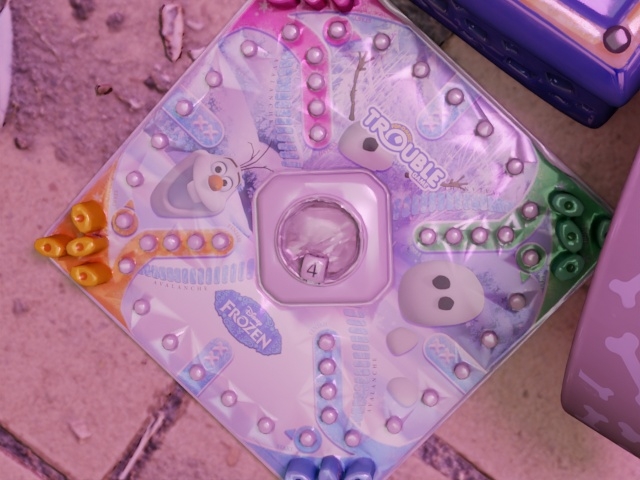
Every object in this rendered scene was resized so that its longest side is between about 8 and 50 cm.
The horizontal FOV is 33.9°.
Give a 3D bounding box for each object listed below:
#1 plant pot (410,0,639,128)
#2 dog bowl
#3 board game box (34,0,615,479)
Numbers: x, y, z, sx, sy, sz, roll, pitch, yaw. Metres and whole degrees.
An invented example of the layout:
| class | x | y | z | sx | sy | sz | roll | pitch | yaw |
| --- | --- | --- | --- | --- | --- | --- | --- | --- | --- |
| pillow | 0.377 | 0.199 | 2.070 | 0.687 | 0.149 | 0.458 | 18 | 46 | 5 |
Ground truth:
| class | x | y | z | sx | sy | sz | roll | pitch | yaw |
| --- | --- | --- | --- | --- | --- | --- | --- | --- | --- |
| plant pot | 0.195 | -0.240 | 0.798 | 0.236 | 0.212 | 0.236 | 36 | 101 | 3 |
| dog bowl | 0.272 | -0.003 | 0.759 | 0.102 | 0.349 | 0.349 | 19 | 99 | 19 |
| board game box | 0.000 | 0.000 | 0.936 | 0.390 | 0.050 | 0.390 | 43 | 101 | 2 |
